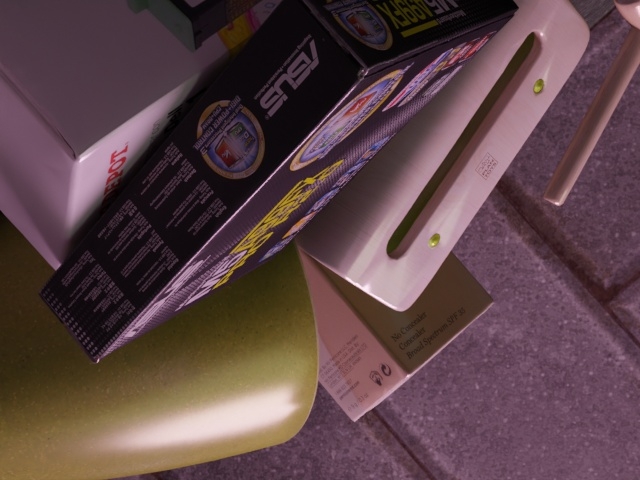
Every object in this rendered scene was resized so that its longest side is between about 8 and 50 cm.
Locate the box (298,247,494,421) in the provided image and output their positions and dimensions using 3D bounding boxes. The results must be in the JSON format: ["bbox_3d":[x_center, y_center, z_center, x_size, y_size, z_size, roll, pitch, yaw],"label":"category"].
[{"bbox_3d":[0.000,0.000,1.238,0.148,0.311,0.121,-37,173,-38],"label":"box"}]

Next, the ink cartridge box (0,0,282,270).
[{"bbox_3d":[-0.081,-0.125,0.782,0.278,0.117,0.201,-38,173,-23],"label":"ink cartridge box"}]

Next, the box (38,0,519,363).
[{"bbox_3d":[-0.023,-0.055,0.781,0.270,0.060,0.216,-45,173,33],"label":"box"}]

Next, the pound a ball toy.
[{"bbox_3d":[0.105,-0.104,0.977,0.135,0.208,0.319,33,92,-44],"label":"pound a ball toy"}]

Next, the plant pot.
[{"bbox_3d":[-0.198,0.078,0.989,0.293,0.275,0.275,-18,162,-33],"label":"plant pot"}]
